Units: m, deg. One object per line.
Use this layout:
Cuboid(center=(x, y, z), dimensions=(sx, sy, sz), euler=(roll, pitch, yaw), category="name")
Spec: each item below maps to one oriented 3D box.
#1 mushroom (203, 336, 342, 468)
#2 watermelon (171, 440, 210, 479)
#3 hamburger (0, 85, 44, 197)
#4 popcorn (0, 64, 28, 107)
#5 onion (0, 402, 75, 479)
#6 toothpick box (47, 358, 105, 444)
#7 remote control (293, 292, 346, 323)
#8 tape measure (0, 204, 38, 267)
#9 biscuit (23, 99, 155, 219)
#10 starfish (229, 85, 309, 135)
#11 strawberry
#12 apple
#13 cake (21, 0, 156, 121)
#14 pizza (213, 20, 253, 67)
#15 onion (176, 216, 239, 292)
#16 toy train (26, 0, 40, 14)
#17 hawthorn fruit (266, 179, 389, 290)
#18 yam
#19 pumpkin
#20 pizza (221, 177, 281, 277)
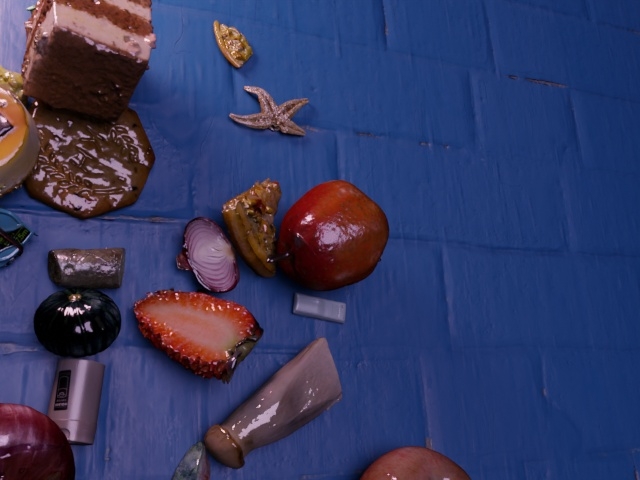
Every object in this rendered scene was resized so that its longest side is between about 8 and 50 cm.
Cuboid(center=(-0.101, 0.419, 1.800), dimensions=(0.407, 0.137, 0.154), euler=(-36, 103, -28), category="mushroom")
Cuboid(center=(-0.300, 0.570, 1.703), dimensions=(0.094, 0.081, 0.180), euler=(26, 66, -45), category="watermelon")
Cuboid(center=(-0.793, -0.224, 1.640), dimensions=(0.276, 0.179, 0.294), euler=(42, 62, 2), category="hamburger")
Cuboid(center=(-0.770, -0.376, 1.765), dimensions=(0.109, 0.089, 0.097), euler=(38, 96, -1), category="popcorn")
Cuboid(center=(-0.675, 0.460, 1.437), dimensions=(0.347, 0.348, 0.285), euler=(-18, 39, -30), category="onion")
Cuboid(center=(-0.551, 0.365, 1.609), dimensions=(0.111, 0.111, 0.181), euler=(12, 67, -22), category="toothpick box")
Cuboid(center=(0.000, 0.187, 1.987), dimensions=(0.162, 0.029, 0.061), euler=(13, 70, -23), category="remote control")
Cuboid(center=(-0.745, -0.010, 1.643), dimensions=(0.125, 0.081, 0.146), euler=(-54, 124, -19), category="tape measure")
Cuboid(center=(-0.597, -0.226, 1.822), dimensions=(0.359, 0.046, 0.359), euler=(9, 70, -25), category="biscuit")
Cuboid(center=(-0.143, -0.383, 2.096), dimensions=(0.247, 0.050, 0.138), euler=(9, 68, -27), category="starfish")
Cuboid(center=(-0.310, 0.230, 1.783), dimensions=(0.306, 0.138, 0.233), euler=(25, 41, 10), category="strawberry")
Cuboid(center=(0.253, 0.679, 1.810), dimensions=(0.344, 0.269, 0.345), euler=(8, 69, -23), category="apple")
Cuboid(center=(-0.574, -0.486, 1.757), dimensions=(0.282, 0.256, 0.290), euler=(16, 43, -29), category="cake")
Cuboid(center=(-0.256, -0.582, 2.112), dimensions=(0.099, 0.036, 0.160), euler=(-22, 84, -30), category="pizza")
Cuboid(center=(-0.289, 0.039, 1.856), dimensions=(0.151, 0.098, 0.206), euler=(-17, 93, 7), category="onion")
Cuboid(center=(-0.686, -0.618, 1.888), dimensions=(0.149, 0.081, 0.099), euler=(-52, 132, -40), category="toy train")
Cuboid(center=(0.000, 0.000, 1.900), dimensions=(0.369, 0.284, 0.285), euler=(-22, 84, -35), category="hawthorn fruit")
Cuboid(center=(-0.555, 0.066, 1.715), dimensions=(0.183, 0.107, 0.107), euler=(1, 73, -24), category="yam")
Cuboid(center=(-0.553, 0.185, 1.632), dimensions=(0.194, 0.194, 0.150), euler=(-2, 94, -27), category="pumpkin")
Cuboid(center=(-0.154, -0.030, 1.925), dimensions=(0.288, 0.074, 0.251), euler=(-46, 129, -58), category="pizza")
